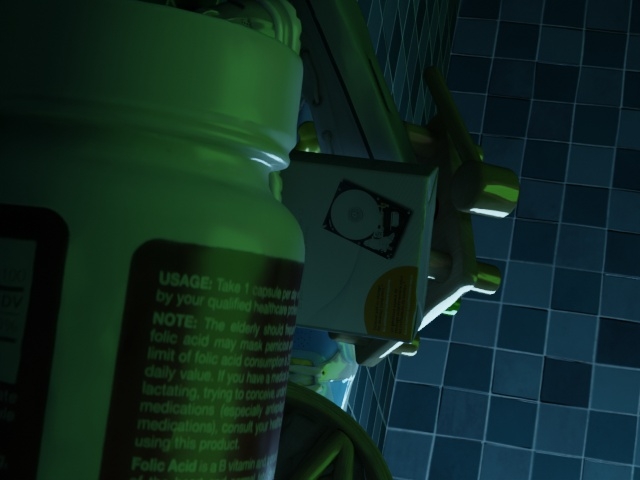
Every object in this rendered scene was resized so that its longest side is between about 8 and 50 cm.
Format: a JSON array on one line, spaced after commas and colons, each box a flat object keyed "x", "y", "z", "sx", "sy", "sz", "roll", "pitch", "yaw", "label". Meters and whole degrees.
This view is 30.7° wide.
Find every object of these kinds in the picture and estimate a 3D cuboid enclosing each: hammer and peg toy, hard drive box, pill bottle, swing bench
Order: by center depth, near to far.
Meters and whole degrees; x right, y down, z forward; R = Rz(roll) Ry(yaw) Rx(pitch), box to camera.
[{"x": -0.129, "y": 0.073, "z": 0.680, "sx": 0.224, "sy": 0.224, "sz": 0.392, "roll": 24, "pitch": 74, "yaw": -78, "label": "pill bottle"}, {"x": -0.048, "y": 0.310, "z": 1.103, "sx": 0.255, "sy": 0.165, "sz": 0.253, "roll": -64, "pitch": -179, "yaw": -37, "label": "swing bench"}, {"x": 0.000, "y": 0.000, "z": 1.254, "sx": 0.089, "sy": 0.232, "sz": 0.181, "roll": -40, "pitch": 135, "yaw": -73, "label": "hard drive box"}, {"x": 0.136, "y": -0.030, "z": 1.455, "sx": 0.361, "sy": 0.127, "sz": 0.266, "roll": -47, "pitch": -142, "yaw": 47, "label": "hammer and peg toy"}]

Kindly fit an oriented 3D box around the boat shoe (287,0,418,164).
[{"x": -0.011, "y": -0.186, "z": 1.359, "sx": 0.367, "sy": 0.156, "sz": 0.136, "roll": 69, "pitch": 15, "yaw": 5, "label": "boat shoe"}]

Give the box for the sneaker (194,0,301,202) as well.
[{"x": -0.104, "y": -0.097, "z": 1.109, "sx": 0.115, "sy": 0.105, "sz": 0.281, "roll": -9, "pitch": 114, "yaw": -44, "label": "sneaker"}]

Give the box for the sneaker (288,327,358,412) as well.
[{"x": -0.029, "y": 0.229, "z": 1.538, "sx": 0.208, "sy": 0.127, "sz": 0.319, "roll": -57, "pitch": 149, "yaw": -64, "label": "sneaker"}]

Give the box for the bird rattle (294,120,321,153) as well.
[{"x": 0.008, "y": -0.228, "z": 1.559, "sx": 0.207, "sy": 0.143, "sz": 0.254, "roll": -87, "pitch": 163, "yaw": -50, "label": "bird rattle"}]
